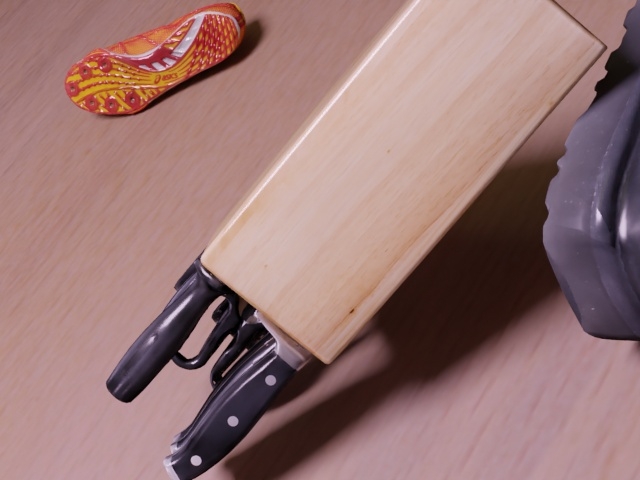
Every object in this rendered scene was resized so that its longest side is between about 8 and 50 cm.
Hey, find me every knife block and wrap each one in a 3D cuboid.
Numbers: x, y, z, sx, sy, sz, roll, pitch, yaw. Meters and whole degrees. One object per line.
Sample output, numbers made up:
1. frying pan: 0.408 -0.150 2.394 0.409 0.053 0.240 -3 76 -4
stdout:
1. knife block: 0.000 0.000 0.671 0.242 0.088 0.275 -55 8 -32

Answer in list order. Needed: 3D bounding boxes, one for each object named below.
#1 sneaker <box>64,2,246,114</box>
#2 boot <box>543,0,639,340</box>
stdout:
1. sneaker: -0.142 -0.156 1.138 0.175 0.064 0.067 -17 16 14
2. boot: 0.354 -0.106 0.550 0.445 0.146 0.367 -3 55 45
